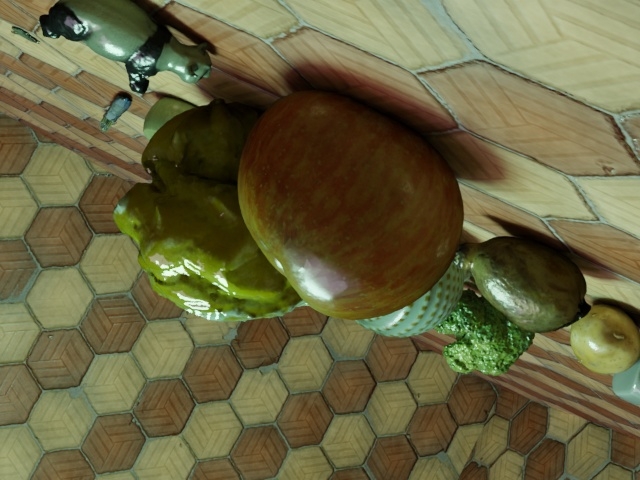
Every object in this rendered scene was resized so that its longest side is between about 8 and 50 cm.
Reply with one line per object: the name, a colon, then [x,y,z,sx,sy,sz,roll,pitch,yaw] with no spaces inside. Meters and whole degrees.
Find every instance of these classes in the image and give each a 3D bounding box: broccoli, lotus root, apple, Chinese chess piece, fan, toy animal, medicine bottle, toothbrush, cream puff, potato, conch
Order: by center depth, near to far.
apple: [0.024,-0.038,1.267,0.309,0.250,0.277,26,174,31]
toy animal: [-0.247,-0.266,1.302,0.225,0.093,0.121,31,163,-20]
lotus root: [0.295,0.057,1.454,0.214,0.138,0.138,29,173,-5]
cream puff: [-0.127,-0.065,1.510,0.379,0.275,0.378,12,-151,-7]
medicine bottle: [0.547,0.210,1.630,0.069,0.119,0.183,29,171,6]
potato: [0.467,0.164,1.633,0.119,0.109,0.178,29,177,11]
conch: [0.124,0.056,1.764,0.303,0.215,0.319,35,178,40]
Chinese chess piece: [-0.231,-0.190,1.814,0.189,0.083,0.188,25,170,5]
fan: [-0.571,-0.393,1.893,0.083,0.004,0.056,22,171,42]
broccoli: [0.295,0.179,2.077,0.302,0.186,0.254,21,-178,-1]
toothbrush: [-0.443,-0.276,2.137,0.035,0.042,0.413,29,171,-15]
